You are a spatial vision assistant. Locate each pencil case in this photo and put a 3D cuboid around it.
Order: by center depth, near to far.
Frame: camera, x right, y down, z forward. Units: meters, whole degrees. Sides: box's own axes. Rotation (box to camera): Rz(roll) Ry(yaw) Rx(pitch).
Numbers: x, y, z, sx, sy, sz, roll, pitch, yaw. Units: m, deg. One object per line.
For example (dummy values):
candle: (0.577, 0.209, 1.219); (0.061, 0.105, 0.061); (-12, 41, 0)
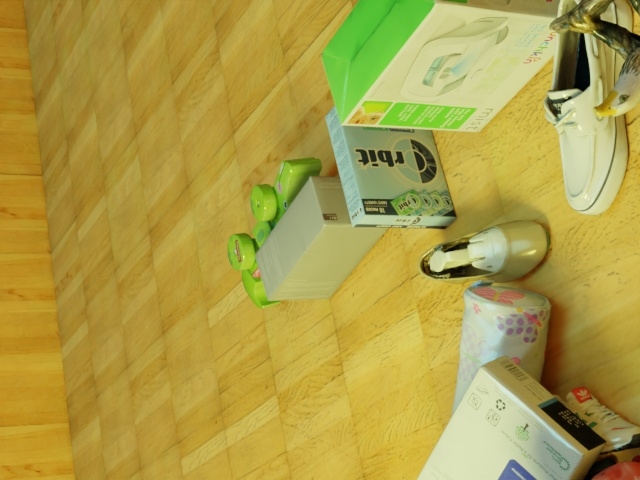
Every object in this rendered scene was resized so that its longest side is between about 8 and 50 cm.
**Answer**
pencil case: (0.224, 0.193, 1.589); (0.124, 0.113, 0.273); (29, 114, 61)

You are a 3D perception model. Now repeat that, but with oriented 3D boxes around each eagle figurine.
eagle figurine: (0.379, -0.160, 1.290); (0.298, 0.225, 0.226); (51, -175, 9)

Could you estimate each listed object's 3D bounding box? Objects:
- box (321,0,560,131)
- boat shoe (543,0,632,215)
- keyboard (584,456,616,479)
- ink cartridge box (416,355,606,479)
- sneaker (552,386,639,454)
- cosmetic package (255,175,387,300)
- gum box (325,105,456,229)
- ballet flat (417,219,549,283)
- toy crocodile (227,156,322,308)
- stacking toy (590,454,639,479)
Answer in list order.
box: (0.165, -0.264, 1.586); (0.262, 0.231, 0.126); (-48, 49, 50)
boat shoe: (0.312, -0.164, 1.464); (0.096, 0.088, 0.267); (20, 107, 60)
keyboard: (0.305, 0.340, 1.518); (0.192, 0.038, 0.100); (-45, 51, 53)
ink cartridge box: (0.200, 0.318, 1.498); (0.165, 0.065, 0.332); (42, 123, 27)
sneaker: (0.322, 0.215, 1.468); (0.161, 0.057, 0.075); (-16, 81, 63)
cosmetic package: (0.000, 0.000, 1.991); (0.238, 0.127, 0.107); (-53, 45, 44)
gum box: (0.102, -0.107, 1.775); (0.041, 0.157, 0.184); (-45, 51, 51)
ballet flat: (0.213, 0.024, 1.656); (0.232, 0.073, 0.080); (-24, 69, 59)
toy crocodile: (-0.072, -0.015, 2.136); (0.105, 0.115, 0.340); (62, 143, 32)
stacking toy: (0.309, 0.329, 1.262); (0.130, 0.279, 0.309); (-68, 26, 14)
